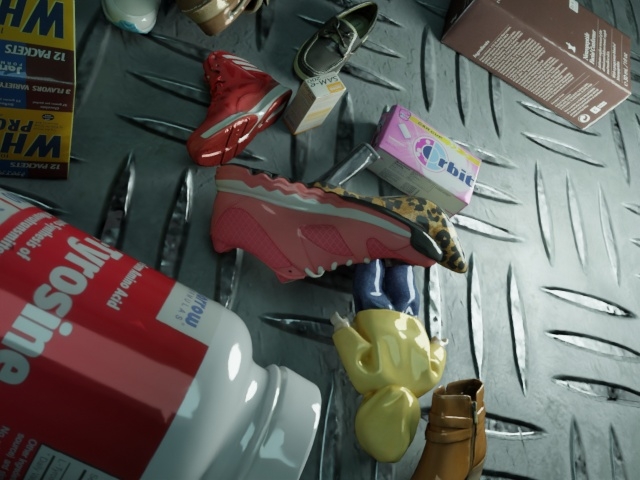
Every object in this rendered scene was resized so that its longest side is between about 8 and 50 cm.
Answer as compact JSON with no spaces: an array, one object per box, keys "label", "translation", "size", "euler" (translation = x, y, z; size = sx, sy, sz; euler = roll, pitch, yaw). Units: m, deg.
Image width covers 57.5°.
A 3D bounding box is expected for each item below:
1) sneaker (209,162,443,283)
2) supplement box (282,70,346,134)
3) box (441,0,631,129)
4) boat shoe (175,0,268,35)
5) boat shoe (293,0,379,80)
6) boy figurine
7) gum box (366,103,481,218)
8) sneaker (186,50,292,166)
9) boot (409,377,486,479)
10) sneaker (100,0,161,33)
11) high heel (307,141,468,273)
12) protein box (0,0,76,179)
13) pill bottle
[{"label":"sneaker","translation":[0.000,0.000,0.770],"size":[0.313,0.116,0.136],"euler":[17,95,7]},{"label":"supplement box","translation":[-0.012,-0.212,0.906],"size":[0.062,0.098,0.036],"euler":[-27,79,-34]},{"label":"box","translation":[0.456,-0.421,1.219],"size":[0.381,0.143,0.191],"euler":[26,57,-11]},{"label":"boat shoe","translation":[-0.139,-0.430,0.957],"size":[0.117,0.123,0.324],"euler":[62,39,-29]},{"label":"boat shoe","translation":[0.032,-0.354,1.012],"size":[0.080,0.073,0.224],"euler":[41,55,-3]},{"label":"boy figurine","translation":[0.097,0.149,0.785],"size":[0.177,0.092,0.286],"euler":[10,63,-22]},{"label":"gum box","translation":[0.167,-0.133,0.976],"size":[0.188,0.062,0.107],"euler":[31,56,-10]},{"label":"sneaker","translation":[-0.149,-0.197,0.854],"size":[0.128,0.087,0.221],"euler":[38,43,6]},{"label":"boot","translation":[0.141,0.261,0.714],"size":[0.197,0.072,0.153],"euler":[-13,109,-50]},{"label":"sneaker","translation":[-0.273,-0.415,0.882],"size":[0.087,0.092,0.229],"euler":[13,62,-22]},{"label":"high heel","translation":[0.087,-0.004,0.865],"size":[0.261,0.093,0.186],"euler":[45,62,3]},{"label":"protein box","translation":[-0.359,-0.207,0.669],"size":[0.135,0.200,0.201],"euler":[0,66,-26]},{"label":"pill bottle","translation":[-0.216,0.127,0.557],"size":[0.407,0.229,0.229],"euler":[30,56,-11]}]
